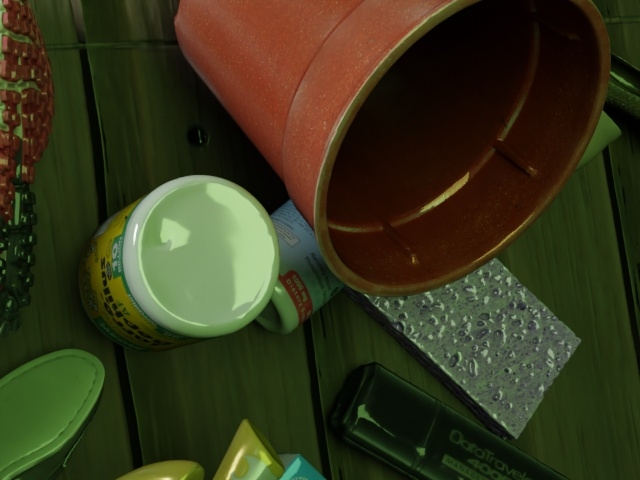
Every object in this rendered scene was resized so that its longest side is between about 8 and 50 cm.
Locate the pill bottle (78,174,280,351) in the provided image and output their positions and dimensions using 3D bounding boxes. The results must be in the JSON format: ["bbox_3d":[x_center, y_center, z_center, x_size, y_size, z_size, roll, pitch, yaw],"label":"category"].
[{"bbox_3d":[-0.118,0.024,1.135,0.117,0.208,0.117,4,81,-23],"label":"pill bottle"}]

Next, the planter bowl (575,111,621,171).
[{"bbox_3d":[0.169,-0.106,1.317,0.162,0.162,0.109,39,97,-13],"label":"planter bowl"}]

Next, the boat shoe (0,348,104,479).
[{"bbox_3d":[-0.247,0.179,1.139,0.081,0.069,0.228,30,61,26],"label":"boat shoe"}]

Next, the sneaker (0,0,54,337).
[{"bbox_3d":[-0.277,-0.076,1.141,0.112,0.121,0.299,2,71,8],"label":"sneaker"}]

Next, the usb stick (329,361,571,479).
[{"bbox_3d":[0.134,0.200,1.305,0.278,0.045,0.077,32,65,-15],"label":"usb stick"}]

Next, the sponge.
[{"bbox_3d":[0.129,0.067,1.329,0.210,0.031,0.117,43,69,-11],"label":"sponge"}]

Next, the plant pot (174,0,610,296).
[{"bbox_3d":[0.034,-0.141,1.162,0.272,0.272,0.265,-26,48,-24],"label":"plant pot"}]

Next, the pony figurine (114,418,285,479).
[{"bbox_3d":[-0.123,0.343,1.031,0.363,0.303,0.351,-38,63,0],"label":"pony figurine"}]

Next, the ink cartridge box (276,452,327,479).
[{"bbox_3d":[0.007,0.299,1.219,0.231,0.078,0.134,45,69,-11],"label":"ink cartridge box"}]

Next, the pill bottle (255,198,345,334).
[{"bbox_3d":[0.000,0.000,1.255,0.160,0.087,0.087,-40,98,-22],"label":"pill bottle"}]

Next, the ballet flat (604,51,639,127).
[{"bbox_3d":[0.288,-0.148,1.398,0.250,0.058,0.084,34,38,-17],"label":"ballet flat"}]
